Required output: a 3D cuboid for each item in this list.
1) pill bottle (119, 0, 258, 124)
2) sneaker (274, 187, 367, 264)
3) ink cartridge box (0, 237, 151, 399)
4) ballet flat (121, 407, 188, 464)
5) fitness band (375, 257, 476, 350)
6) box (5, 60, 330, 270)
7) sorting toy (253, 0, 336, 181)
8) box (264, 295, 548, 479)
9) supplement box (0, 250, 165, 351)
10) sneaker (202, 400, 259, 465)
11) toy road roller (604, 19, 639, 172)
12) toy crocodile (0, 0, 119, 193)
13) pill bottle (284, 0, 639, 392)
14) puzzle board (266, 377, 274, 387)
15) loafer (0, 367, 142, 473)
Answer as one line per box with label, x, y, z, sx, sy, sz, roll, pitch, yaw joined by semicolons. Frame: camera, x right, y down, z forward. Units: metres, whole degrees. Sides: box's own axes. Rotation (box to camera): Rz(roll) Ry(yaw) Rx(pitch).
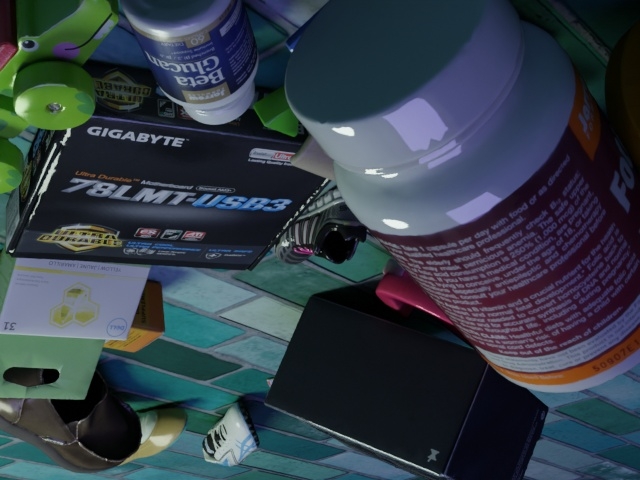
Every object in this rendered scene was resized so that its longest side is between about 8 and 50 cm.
pill bottle;-0.104;-0.170;0.978;0.094;0.094;0.169;-9;155;4
sneaker;0.000;0.000;1.383;0.063;0.074;0.170;12;149;-35
ink cartridge box;-0.315;0.101;1.378;0.171;0.056;0.235;8;110;-36
ballet flat;-0.322;0.342;2.017;0.073;0.080;0.232;30;137;-29
fitness band;0.182;0.102;1.527;0.209;0.054;0.291;26;175;20
box;-0.157;-0.064;1.218;0.295;0.073;0.293;5;153;-26
sorting toy;0.084;-0.129;1.124;0.348;0.047;0.196;19;119;-39
box;0.132;0.235;1.656;0.296;0.182;0.294;17;169;31
supplement box;-0.315;0.080;1.466;0.233;0.078;0.080;14;148;-38
sneaker;-0.163;0.353;2.061;0.086;0.085;0.237;-16;158;-18
toy road roller;0.429;-0.131;1.095;0.330;0.202;0.240;4;165;-12
toy crocodile;-0.275;-0.133;0.986;0.105;0.115;0.340;14;147;-36
pill bottle;0.153;-0.052;1.019;0.224;0.224;0.392;-21;134;26
puzzle board;-0.035;0.254;1.980;0.096;0.011;0.128;-9;154;2
loafer;-0.373;0.267;1.772;0.130;0.133;0.366;-17;153;20
